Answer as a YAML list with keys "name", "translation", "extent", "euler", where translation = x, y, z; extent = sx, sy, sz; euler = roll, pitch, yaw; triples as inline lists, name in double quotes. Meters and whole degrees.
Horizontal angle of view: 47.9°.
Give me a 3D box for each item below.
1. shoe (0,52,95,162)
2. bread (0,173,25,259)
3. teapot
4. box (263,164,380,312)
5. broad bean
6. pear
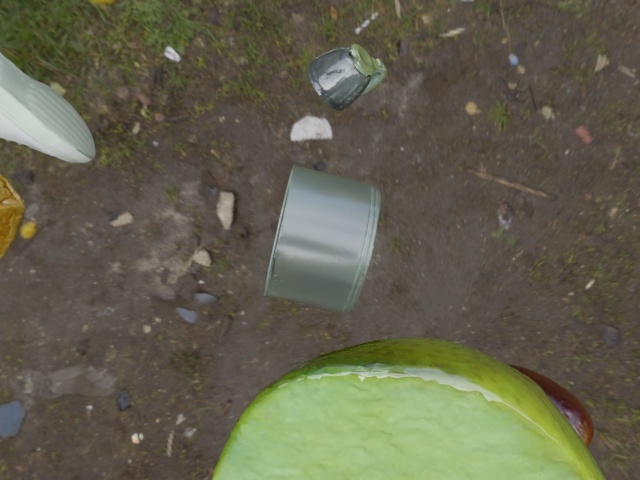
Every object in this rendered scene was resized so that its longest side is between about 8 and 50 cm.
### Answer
- name: "shoe"
  translation: [-0.566, -0.224, 1.264]
  extent: [0.160, 0.363, 0.131]
  euler: [-27, 52, 15]
- name: "bread"
  translation: [-0.618, -0.045, 1.239]
  extent: [0.149, 0.158, 0.143]
  euler: [40, 112, 25]
- name: "teapot"
  translation: [0.046, -0.269, 1.140]
  extent: [0.091, 0.124, 0.092]
  euler: [-29, 100, 32]
- name: "box"
  translation: [0.000, 0.000, 1.214]
  extent: [0.149, 0.226, 0.226]
  euler: [13, 84, -5]
- name: "broad bean"
  translation: [0.297, 0.238, 1.004]
  extent: [0.114, 0.084, 0.165]
  euler: [-37, 47, -11]
- name: "pear"
  translation: [0.052, 0.134, 0.505]
  extent: [0.288, 0.239, 0.139]
  euler: [-7, 44, 19]
